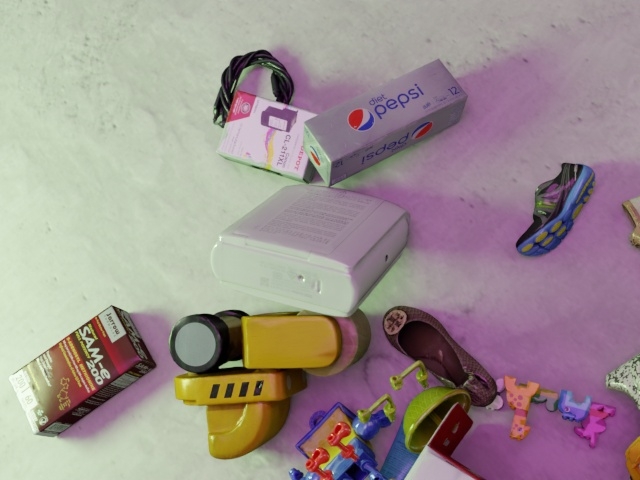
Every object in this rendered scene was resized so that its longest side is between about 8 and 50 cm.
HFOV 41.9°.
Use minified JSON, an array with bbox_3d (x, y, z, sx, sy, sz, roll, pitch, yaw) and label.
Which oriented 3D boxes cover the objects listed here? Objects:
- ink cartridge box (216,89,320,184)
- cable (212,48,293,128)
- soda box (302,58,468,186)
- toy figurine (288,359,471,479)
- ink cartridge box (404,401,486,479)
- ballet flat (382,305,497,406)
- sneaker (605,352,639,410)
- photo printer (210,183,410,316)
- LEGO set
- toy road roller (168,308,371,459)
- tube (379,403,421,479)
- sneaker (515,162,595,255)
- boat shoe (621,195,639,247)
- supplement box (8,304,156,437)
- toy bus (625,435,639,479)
[{"bbox_3d":[-0.087,-0.193,1.561,0.175,0.072,0.128,17,88,10],"label":"ink cartridge box"},{"bbox_3d":[-0.127,-0.290,1.637,0.150,0.047,0.185,16,78,18],"label":"cable"},{"bbox_3d":[0.113,-0.210,1.485,0.286,0.091,0.098,-28,69,-14],"label":"soda box"},{"bbox_3d":[0.039,0.308,1.344,0.362,0.191,0.217,-48,30,-1],"label":"toy figurine"},{"bbox_3d":[0.187,0.393,1.208,0.130,0.309,0.272,31,84,20],"label":"ink cartridge box"},{"bbox_3d":[0.187,0.185,1.379,0.250,0.058,0.084,42,101,38],"label":"ballet flat"},{"bbox_3d":[0.566,0.332,1.243,0.182,0.158,0.410,-33,65,25],"label":"sneaker"},{"bbox_3d":[0.000,0.000,1.402,0.256,0.307,0.107,12,117,20],"label":"photo printer"},{"bbox_3d":[0.343,0.277,1.323,0.227,0.087,0.093,12,77,19],"label":"LEGO set"},{"bbox_3d":[-0.081,0.231,1.396,0.329,0.202,0.241,-6,87,13],"label":"toy road roller"},{"bbox_3d":[0.132,0.377,1.371,0.080,0.052,0.207,26,76,19],"label":"tube"},{"bbox_3d":[0.394,-0.053,1.430,0.078,0.067,0.188,32,85,42],"label":"sneaker"},{"bbox_3d":[0.533,-0.009,1.384,0.045,0.050,0.135,-13,61,14],"label":"boat shoe"},{"bbox_3d":[-0.439,0.242,1.544,0.239,0.073,0.130,-35,68,1],"label":"supplement box"},{"bbox_3d":[0.480,0.345,1.094,0.149,0.211,0.220,-54,56,31],"label":"toy bus"}]
